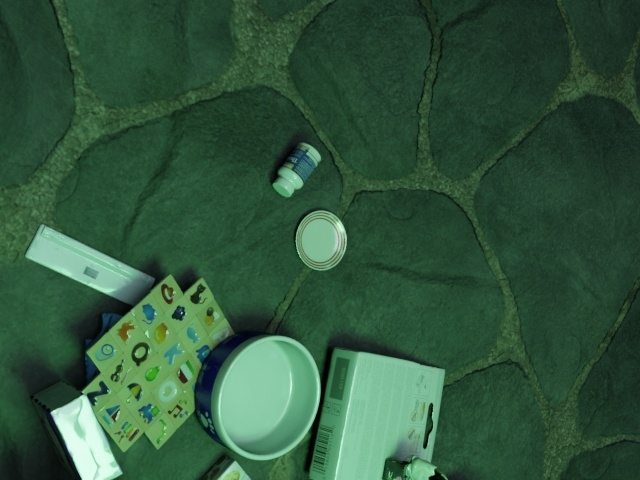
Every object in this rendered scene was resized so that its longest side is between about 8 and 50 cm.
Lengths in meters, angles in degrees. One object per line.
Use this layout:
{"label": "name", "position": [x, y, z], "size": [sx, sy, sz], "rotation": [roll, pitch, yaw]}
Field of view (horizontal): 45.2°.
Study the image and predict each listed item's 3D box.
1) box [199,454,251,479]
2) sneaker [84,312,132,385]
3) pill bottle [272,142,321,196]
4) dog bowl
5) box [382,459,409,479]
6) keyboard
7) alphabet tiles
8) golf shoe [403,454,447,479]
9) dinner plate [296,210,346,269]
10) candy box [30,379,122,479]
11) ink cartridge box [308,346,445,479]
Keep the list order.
{"label": "box", "position": [-0.283, 0.593, 1.607], "size": [0.324, 0.063, 0.067], "rotation": [-43, 109, -25]}
{"label": "sneaker", "position": [-0.437, 0.246, 1.528], "size": [0.082, 0.069, 0.209], "rotation": [20, 85, -1]}
{"label": "pill bottle", "position": [-0.057, -0.160, 1.760], "size": [0.067, 0.067, 0.120], "rotation": [44, 68, -23]}
{"label": "dog bowl", "position": [-0.133, 0.331, 1.663], "size": [0.264, 0.104, 0.265], "rotation": [-2, 93, -38]}
{"label": "box", "position": [0.199, 0.556, 1.833], "size": [0.083, 0.062, 0.052], "rotation": [22, 76, -47]}
{"label": "keyboard", "position": [-0.457, 0.056, 1.544], "size": [0.256, 0.014, 0.072], "rotation": [30, 79, -27]}
{"label": "alphabet tiles", "position": [-0.320, 0.248, 1.566], "size": [0.342, 0.011, 0.285], "rotation": [-46, 126, -31]}
{"label": "golf shoe", "position": [0.262, 0.569, 1.794], "size": [0.176, 0.086, 0.069], "rotation": [54, 52, -39]}
{"label": "dinner plate", "position": [0.000, 0.000, 1.821], "size": [0.141, 0.017, 0.141], "rotation": [1, 88, -31]}
{"label": "candy box", "position": [-0.457, 0.358, 1.427], "size": [0.070, 0.196, 0.165], "rotation": [-27, 102, -29]}
{"label": "ink cartridge box", "position": [0.151, 0.439, 1.888], "size": [0.385, 0.091, 0.308], "rotation": [19, 78, -47]}
